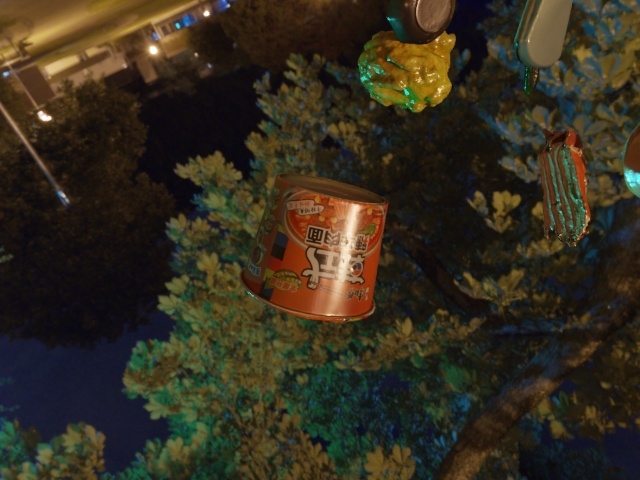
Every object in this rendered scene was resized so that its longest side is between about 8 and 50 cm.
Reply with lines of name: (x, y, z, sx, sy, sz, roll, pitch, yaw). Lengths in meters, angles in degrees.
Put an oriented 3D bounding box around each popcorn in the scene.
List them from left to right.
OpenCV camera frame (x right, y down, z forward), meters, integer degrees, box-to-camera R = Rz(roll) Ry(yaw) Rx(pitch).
popcorn: (0.175, -0.355, 1.049, 0.198, 0.198, 0.155, 0, -103, 41)

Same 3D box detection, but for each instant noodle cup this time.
instant noodle cup: (0.000, 0.000, 0.887, 0.251, 0.192, 0.250, 14, -166, -4)

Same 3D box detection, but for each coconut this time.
coconut: (0.788, -0.189, 1.137, 0.197, 0.236, 0.237, 23, -133, 21)

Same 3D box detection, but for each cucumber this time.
cucumber: (0.430, -0.383, 1.021, 0.036, 0.184, 0.033, -17, -143, -28)

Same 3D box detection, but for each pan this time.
pan: (0.211, -0.434, 0.897, 0.202, 0.128, 0.048, -45, -138, -1)

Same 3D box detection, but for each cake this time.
cake: (0.569, -0.120, 1.183, 0.098, 0.135, 0.287, -6, -106, 38)

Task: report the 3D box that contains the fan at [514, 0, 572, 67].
fan: (0.165, -0.247, 0.297, 0.057, 0.281, 0.023, -8, -154, -40)
